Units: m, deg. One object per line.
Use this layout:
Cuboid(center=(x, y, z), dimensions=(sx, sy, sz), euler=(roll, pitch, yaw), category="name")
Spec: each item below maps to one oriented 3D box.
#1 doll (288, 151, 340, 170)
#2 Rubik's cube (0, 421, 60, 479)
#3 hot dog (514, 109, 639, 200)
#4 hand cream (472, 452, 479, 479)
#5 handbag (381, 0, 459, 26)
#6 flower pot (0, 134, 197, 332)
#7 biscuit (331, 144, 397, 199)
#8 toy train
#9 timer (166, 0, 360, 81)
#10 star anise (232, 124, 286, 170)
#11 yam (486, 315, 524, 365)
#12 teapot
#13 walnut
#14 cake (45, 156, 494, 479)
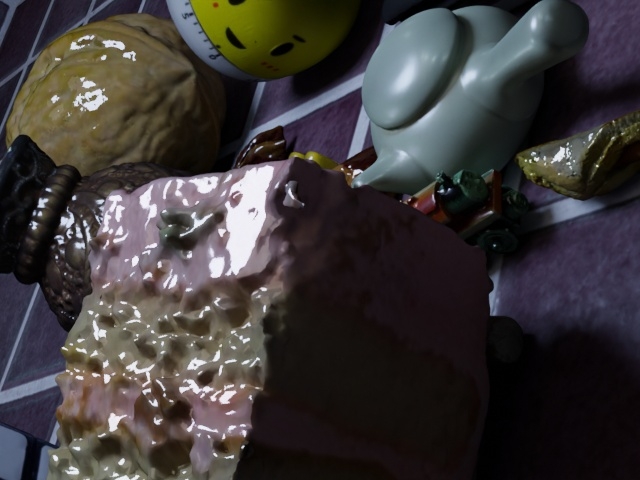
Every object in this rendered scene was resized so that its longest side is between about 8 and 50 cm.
Cuboid(center=(-0.090, 0.027, 1.669), dimensions=(0.145, 0.103, 0.316), euler=(21, 73, 43), category="doll")
Cuboid(center=(-0.502, 0.414, 1.789), dimensions=(0.305, 0.303, 0.301), euler=(-39, 34, 33), category="Rubik's cube")
Cuboid(center=(0.237, -0.068, 1.237), dimensions=(0.169, 0.078, 0.061), euler=(-19, 88, 54), category="hot dog")
Cuboid(center=(0.052, 0.252, 1.277), dimensions=(0.234, 0.050, 0.080), euler=(-24, 44, 39), category="hand cream")
Cuboid(center=(0.179, -0.390, 1.577), dimensions=(0.288, 0.152, 0.342), euler=(-33, 33, 61), category="handbag")
Cuboid(center=(-0.302, 0.000, 1.805), dimensions=(0.266, 0.267, 0.267), euler=(-157, 90, -84), category="flower pot")
Cuboid(center=(0.000, 0.000, 1.552), dimensions=(0.183, 0.043, 0.280), euler=(32, 82, 37), category="biscuit")
Cuboid(center=(0.112, -0.013, 1.343), dimensions=(0.176, 0.118, 0.074), euler=(-35, 39, 44), category="toy train")
Cuboid(center=(-0.038, -0.349, 1.792), dimensions=(0.285, 0.285, 0.285), euler=(-41, 33, 34), category="timer")
Cuboid(center=(-0.091, -0.079, 1.824), dimensions=(0.168, 0.057, 0.168), euler=(-39, 35, 34), category="star anise")
Cuboid(center=(0.102, 0.098, 1.331), dimensions=(0.241, 0.056, 0.057), euler=(-8, 58, 55), category="yam")
Cuboid(center=(0.157, -0.169, 1.382), dimensions=(0.318, 0.149, 0.220), euler=(-38, 36, 39), category="teapot")
Cuboid(center=(-0.285, -0.176, 2.009), dimensions=(0.344, 0.306, 0.306), euler=(-24, 44, 40), category="walnut")
Cuboid(center=(-0.044, 0.118, 1.196), dimensions=(0.314, 0.293, 0.307), euler=(-2, 74, 45), category="cake")
